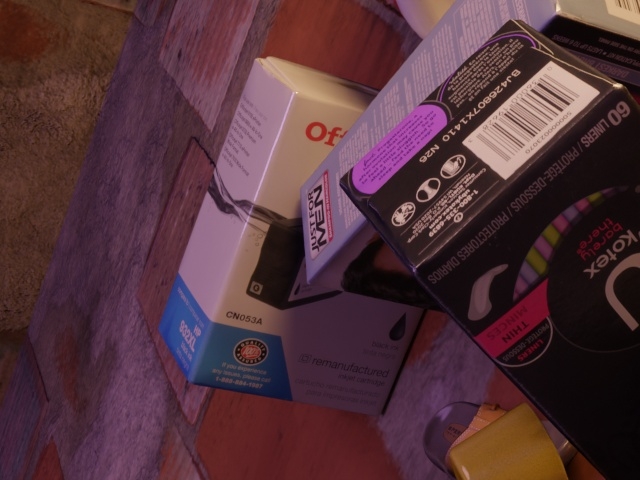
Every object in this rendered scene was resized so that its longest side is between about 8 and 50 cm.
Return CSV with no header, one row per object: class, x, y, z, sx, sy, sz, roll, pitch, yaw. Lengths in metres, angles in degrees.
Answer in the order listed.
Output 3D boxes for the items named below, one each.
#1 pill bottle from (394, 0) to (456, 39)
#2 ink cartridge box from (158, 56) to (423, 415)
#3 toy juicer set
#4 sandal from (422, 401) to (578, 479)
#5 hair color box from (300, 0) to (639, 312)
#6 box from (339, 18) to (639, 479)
pill bottle,0.124,-0.338,1.266,0.210,0.210,0.363,-62,28,28
ink cartridge box,0.000,0.000,1.334,0.307,0.223,0.129,-69,26,15
toy juicer set,0.182,0.266,0.927,0.329,0.090,0.209,72,172,-53
sandal,0.138,0.165,1.123,0.090,0.060,0.219,-48,18,-9
hair color box,0.150,-0.083,1.105,0.374,0.185,0.113,-48,38,46
box,0.168,0.018,0.869,0.165,0.270,0.143,-43,31,4
